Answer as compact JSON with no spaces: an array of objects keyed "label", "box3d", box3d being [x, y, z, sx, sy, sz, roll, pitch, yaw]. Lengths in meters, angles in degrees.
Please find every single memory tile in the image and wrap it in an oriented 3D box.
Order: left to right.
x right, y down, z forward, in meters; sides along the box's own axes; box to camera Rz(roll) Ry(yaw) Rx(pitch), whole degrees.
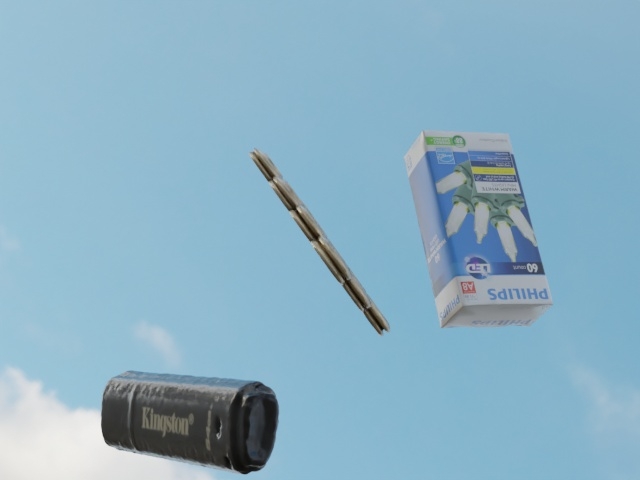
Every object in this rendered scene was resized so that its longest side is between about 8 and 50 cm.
[{"label":"memory tile","box3d":[0.000,0.000,0.881,0.148,0.012,0.113,54,1,43]}]

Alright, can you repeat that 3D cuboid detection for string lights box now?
[{"label":"string lights box","box3d":[0.206,-0.016,1.607,0.133,0.259,0.076,0,-28,-20]}]

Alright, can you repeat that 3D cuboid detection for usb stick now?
[{"label":"usb stick","box3d":[-0.122,0.156,1.062,0.045,0.077,0.278,14,-11,-32]}]
